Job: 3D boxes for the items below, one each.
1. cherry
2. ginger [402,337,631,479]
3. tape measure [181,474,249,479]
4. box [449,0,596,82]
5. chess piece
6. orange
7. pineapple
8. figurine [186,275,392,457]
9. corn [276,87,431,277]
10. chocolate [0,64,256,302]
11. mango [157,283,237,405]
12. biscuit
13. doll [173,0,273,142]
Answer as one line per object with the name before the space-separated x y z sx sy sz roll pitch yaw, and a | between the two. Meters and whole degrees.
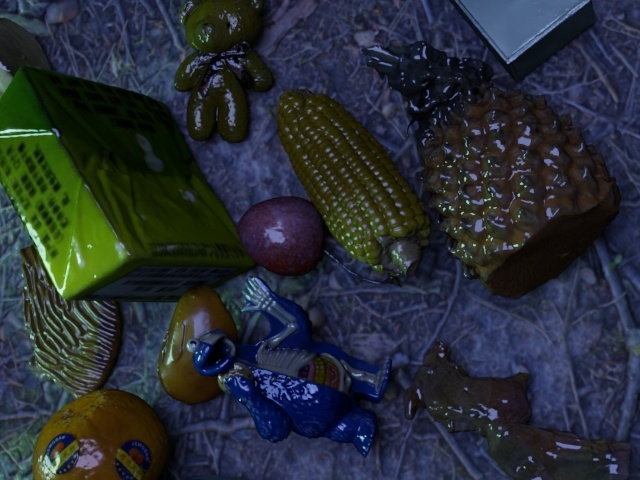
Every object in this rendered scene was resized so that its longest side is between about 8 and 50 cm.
cherry | 0.000 0.000 1.576 0.226 0.090 0.107 10 61 -1
ginger | 0.238 0.226 1.469 0.290 0.084 0.122 28 67 23
tape measure | -0.143 0.425 1.507 0.259 0.138 0.262 5 82 16
box | 0.231 -0.334 1.558 0.129 0.086 0.225 -38 72 8
chess piece | -0.530 -0.185 1.752 0.301 0.137 0.137 -34 72 20
orange | -0.280 0.275 1.554 0.178 0.177 0.155 -34 115 8
pineapple | 0.189 -0.121 1.474 0.223 0.223 0.357 -37 66 7
figurine | -0.041 0.173 1.514 0.262 0.121 0.164 32 71 -4
corn | 0.038 -0.076 1.530 0.119 0.119 0.321 -40 53 6
chocolate | -0.260 -0.056 1.550 0.137 0.301 0.288 -39 71 20
mango | -0.159 0.142 1.565 0.105 0.084 0.159 23 121 25
biscuit | -0.361 0.105 1.683 0.228 0.031 0.176 42 92 18
doll | -0.137 -0.238 1.648 0.137 0.097 0.209 -2 85 10
